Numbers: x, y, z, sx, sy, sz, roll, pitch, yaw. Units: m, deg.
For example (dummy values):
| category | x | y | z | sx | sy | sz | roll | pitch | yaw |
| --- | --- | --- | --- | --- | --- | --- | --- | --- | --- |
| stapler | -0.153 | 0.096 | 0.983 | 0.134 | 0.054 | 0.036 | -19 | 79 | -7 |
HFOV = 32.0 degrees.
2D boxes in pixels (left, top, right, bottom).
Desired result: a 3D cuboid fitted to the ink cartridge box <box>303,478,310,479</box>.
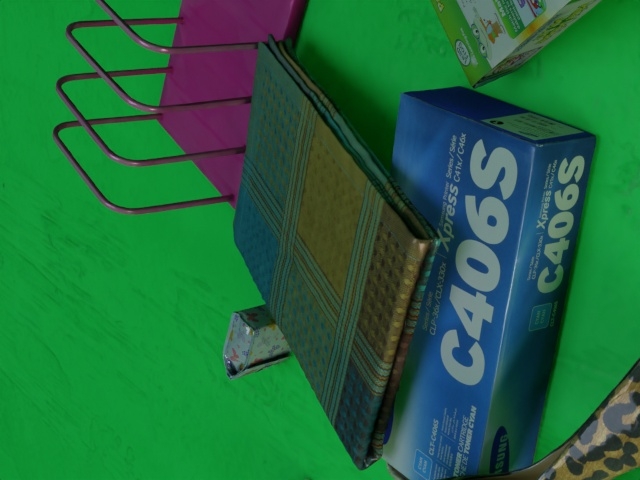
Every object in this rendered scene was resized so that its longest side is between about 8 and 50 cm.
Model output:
| category | x | y | z | sx | sy | sz | roll | pitch | yaw |
| --- | --- | --- | --- | --- | --- | --- | --- | --- | --- |
| ink cartridge box | -0.043 | 0.342 | 1.296 | 0.122 | 0.052 | 0.088 | -47 | 61 | 49 |

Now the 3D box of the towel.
| category | x | y | z | sx | sy | sz | roll | pitch | yaw |
| --- | --- | --- | --- | --- | --- | --- | --- | --- | --- |
| towel | 0.000 | 0.000 | 1.089 | 0.370 | 0.040 | 0.271 | -123 | 36 | -47 |

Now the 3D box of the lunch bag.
| category | x | y | z | sx | sy | sz | roll | pitch | yaw |
| --- | --- | --- | --- | --- | --- | --- | --- | --- | --- |
| lunch bag | -0.068 | 0.117 | 1.260 | 0.053 | 0.071 | 0.083 | 42 | 128 | 35 |

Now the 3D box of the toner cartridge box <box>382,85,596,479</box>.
| category | x | y | z | sx | sy | sz | roll | pitch | yaw |
| --- | --- | --- | --- | --- | --- | --- | --- | --- | --- |
| toner cartridge box | 0.126 | 0.054 | 0.980 | 0.165 | 0.075 | 0.347 | 31 | 122 | 48 |

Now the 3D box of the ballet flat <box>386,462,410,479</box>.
| category | x | y | z | sx | sy | sz | roll | pitch | yaw |
| --- | --- | --- | --- | --- | --- | --- | --- | --- | --- |
| ballet flat | 0.126 | 0.251 | 1.060 | 0.168 | 0.057 | 0.052 | 40 | 156 | 46 |

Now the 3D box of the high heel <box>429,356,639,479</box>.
| category | x | y | z | sx | sy | sz | roll | pitch | yaw |
| --- | --- | --- | --- | --- | --- | --- | --- | --- | --- |
| high heel | 0.163 | 0.159 | 0.879 | 0.261 | 0.093 | 0.186 | 2 | 107 | 17 |

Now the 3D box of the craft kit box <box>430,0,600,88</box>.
| category | x | y | z | sx | sy | sz | roll | pitch | yaw |
| --- | --- | --- | --- | --- | --- | --- | --- | --- | --- |
| craft kit box | 0.118 | -0.263 | 0.823 | 0.250 | 0.061 | 0.246 | 65 | 164 | 2 |

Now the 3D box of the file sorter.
| category | x | y | z | sx | sy | sz | roll | pitch | yaw |
| --- | --- | --- | --- | --- | --- | --- | --- | --- | --- |
| file sorter | -0.171 | -0.198 | 1.228 | 0.202 | 0.182 | 0.290 | 47 | 133 | 36 |
